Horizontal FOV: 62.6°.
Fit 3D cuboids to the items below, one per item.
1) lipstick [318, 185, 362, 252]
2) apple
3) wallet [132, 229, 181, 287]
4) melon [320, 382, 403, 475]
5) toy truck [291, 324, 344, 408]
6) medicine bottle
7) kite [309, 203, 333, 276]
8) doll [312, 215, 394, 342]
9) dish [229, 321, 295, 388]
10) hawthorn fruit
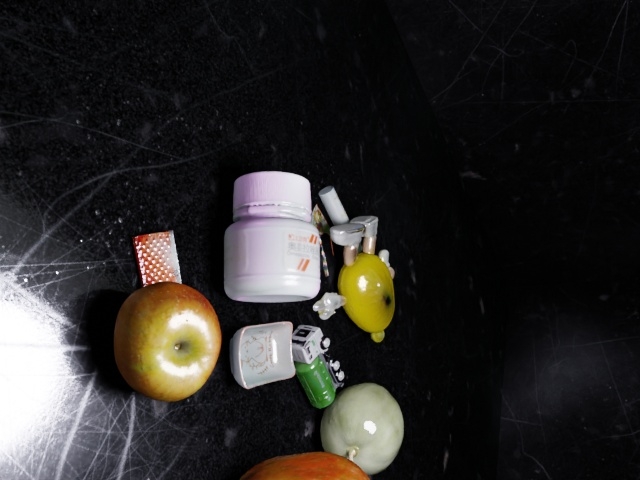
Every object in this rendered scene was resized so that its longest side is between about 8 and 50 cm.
[{"bbox_3d":[0.071,-0.066,1.828,0.264,0.059,0.059,62,37,-26],"label":"lipstick"},{"bbox_3d":[-0.311,0.198,1.056,0.210,0.173,0.235,12,88,-40],"label":"apple"},{"bbox_3d":[-0.354,0.080,1.162,0.103,0.020,0.197,-13,95,-53],"label":"wallet"},{"bbox_3d":[0.126,0.564,1.587,0.308,0.271,0.272,43,45,-73],"label":"melon"},{"bbox_3d":[-0.019,0.373,1.549,0.125,0.101,0.243,-43,122,-39],"label":"toy truck"},{"bbox_3d":[-0.123,-0.002,1.338,0.241,0.241,0.302,16,69,-55],"label":"medicine bottle"},{"bbox_3d":[0.000,0.000,1.749,0.198,0.006,0.244,-6,88,-58],"label":"kite"},{"bbox_3d":[0.132,0.121,1.774,0.348,0.161,0.423,15,86,-39],"label":"doll"},{"bbox_3d":[-0.158,0.293,1.367,0.212,0.077,0.151,6,79,-57],"label":"dish"},{"bbox_3d":[-0.067,0.671,1.173,0.403,0.402,0.403,20,66,-54],"label":"hawthorn fruit"}]
